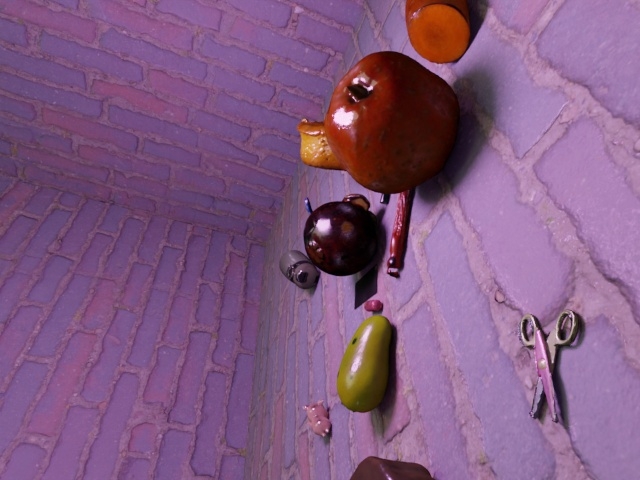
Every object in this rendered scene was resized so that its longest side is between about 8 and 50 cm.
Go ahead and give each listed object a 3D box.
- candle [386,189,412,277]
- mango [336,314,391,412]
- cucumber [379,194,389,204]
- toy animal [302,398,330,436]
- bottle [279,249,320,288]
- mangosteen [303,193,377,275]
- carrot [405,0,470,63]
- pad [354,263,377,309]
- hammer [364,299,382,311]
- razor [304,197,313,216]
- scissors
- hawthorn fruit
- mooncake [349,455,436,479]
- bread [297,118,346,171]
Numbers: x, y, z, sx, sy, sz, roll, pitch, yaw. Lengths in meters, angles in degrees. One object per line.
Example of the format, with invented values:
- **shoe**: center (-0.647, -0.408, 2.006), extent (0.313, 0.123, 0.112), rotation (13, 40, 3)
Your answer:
- **candle**: center (0.259, -0.044, 1.375), extent (0.051, 0.048, 0.328), rotation (129, 153, -74)
- **mango**: center (0.137, 0.364, 1.264), extent (0.175, 0.143, 0.292), rotation (-36, 32, 64)
- **cucumber**: center (0.252, -0.203, 1.584), extent (0.032, 0.032, 0.132), rotation (172, 114, -73)
- **toy animal**: center (-0.004, 0.666, 1.577), extent (0.150, 0.084, 0.089), rotation (-128, 32, -51)
- **bottle**: center (-0.113, 0.160, 2.273), extent (0.347, 0.169, 0.168), rotation (-149, 74, -71)
- **mangosteen**: center (0.080, -0.016, 1.582), extent (0.311, 0.312, 0.310), rotation (-165, 90, -75)
- **carrot**: center (0.369, -0.749, 1.363), extent (0.193, 0.215, 0.330), rotation (132, 153, -57)
- **pad**: center (0.167, 0.175, 1.573), extent (0.193, 0.004, 0.116), rotation (127, 153, -54)
- **hammer**: center (0.178, 0.220, 1.428), extent (0.083, 0.043, 0.043), rotation (143, 139, -69)
- **razor**: center (-0.007, -0.047, 1.918), extent (0.323, 0.056, 0.093), rotation (62, 178, -22)
- **scissors**: center (0.389, 0.214, 0.731), extent (0.133, 0.020, 0.187), rotation (136, 148, -67)
- **hawthorn fruit**: center (0.189, -0.343, 1.223), extent (0.403, 0.404, 0.401), rotation (-165, 90, -75)
- **mooncake**: center (0.160, 0.619, 0.892), extent (0.290, 0.162, 0.289), rotation (-163, 90, -76)
- **bread**: center (0.072, -0.403, 1.804), extent (0.337, 0.359, 0.203), rotation (-75, -6, -77)
